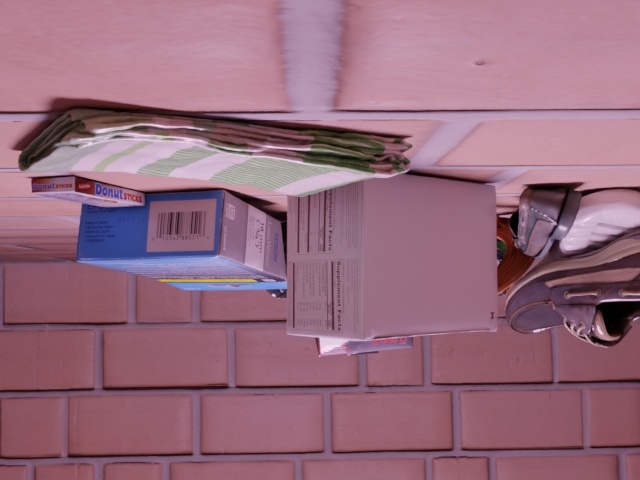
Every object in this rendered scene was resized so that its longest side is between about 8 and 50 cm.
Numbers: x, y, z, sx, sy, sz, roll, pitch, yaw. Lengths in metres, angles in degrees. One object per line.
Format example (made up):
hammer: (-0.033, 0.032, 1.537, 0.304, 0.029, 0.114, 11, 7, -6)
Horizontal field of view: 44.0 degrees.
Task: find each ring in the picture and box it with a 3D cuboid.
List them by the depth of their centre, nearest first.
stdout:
ring: (0.242, 0.041, 1.490, 0.336, 0.032, 0.337, -24, -159, 10)

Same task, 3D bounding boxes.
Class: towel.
towel: (-0.107, -0.077, 0.779, 0.324, 0.038, 0.247, 1, 177, -29)

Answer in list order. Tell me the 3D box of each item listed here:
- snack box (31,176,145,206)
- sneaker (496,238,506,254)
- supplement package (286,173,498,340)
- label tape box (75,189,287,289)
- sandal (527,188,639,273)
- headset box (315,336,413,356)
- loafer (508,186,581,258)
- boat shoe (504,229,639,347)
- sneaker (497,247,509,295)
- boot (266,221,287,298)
snack box: (-0.308, -0.063, 1.068, 0.064, 0.022, 0.178, -1, 177, 16)
sneaker: (0.352, 0.045, 1.932, 0.134, 0.147, 0.343, 0, 177, -14)
supplement package: (0.099, 0.022, 1.049, 0.261, 0.204, 0.145, 3, 176, -42)
label tape box: (-0.197, 0.009, 1.294, 0.240, 0.106, 0.333, -1, 169, 18)
sandal: (0.455, 0.007, 1.347, 0.169, 0.102, 0.416, 4, 155, -1)
headset box: (0.091, 0.123, 1.747, 0.217, 0.294, 0.110, -4, -155, -5)
loafer: (0.332, -0.038, 1.227, 0.084, 0.096, 0.267, 19, 172, 7)
boat shoe: (0.432, 0.097, 1.261, 0.132, 0.130, 0.355, 20, 148, -26)
sneaker: (0.336, 0.032, 1.733, 0.106, 0.078, 0.234, 14, 152, 51)
boot: (0.000, 0.000, 1.564, 0.338, 0.118, 0.222, -12, -162, -20)
